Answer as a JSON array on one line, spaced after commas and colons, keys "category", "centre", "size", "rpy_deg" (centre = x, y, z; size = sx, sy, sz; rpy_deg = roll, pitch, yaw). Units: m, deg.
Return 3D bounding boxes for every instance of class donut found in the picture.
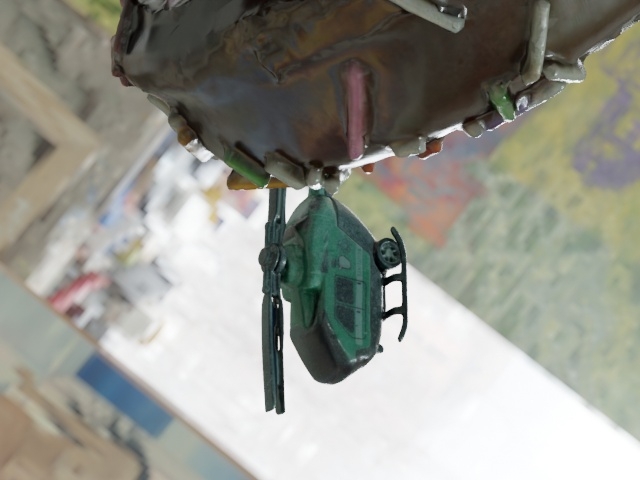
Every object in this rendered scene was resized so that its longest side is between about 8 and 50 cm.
[{"category": "donut", "centre": [0.044, -0.115, 0.738], "size": [0.269, 0.103, 0.270], "rpy_deg": [-28, -163, 9]}]

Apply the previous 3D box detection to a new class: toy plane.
[{"category": "toy plane", "centre": [0.000, 0.000, 1.207], "size": [0.060, 0.096, 0.235], "rpy_deg": [-33, -127, 54]}]
